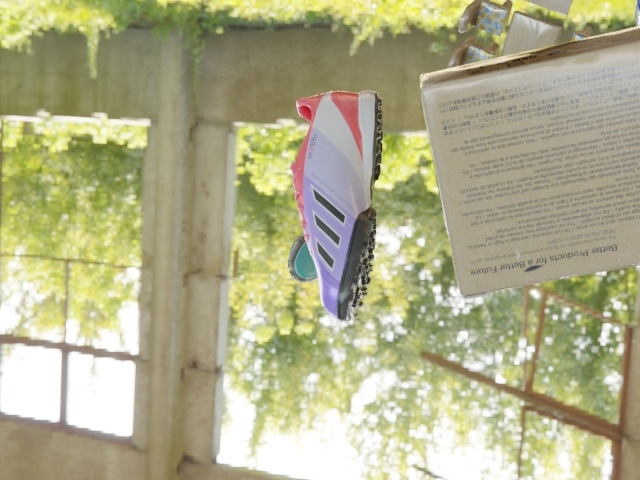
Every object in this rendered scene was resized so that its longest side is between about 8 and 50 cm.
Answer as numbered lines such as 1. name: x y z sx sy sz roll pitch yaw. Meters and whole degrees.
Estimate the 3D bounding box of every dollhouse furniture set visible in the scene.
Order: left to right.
1. dollhouse furniture set: 0.304 -0.297 1.298 0.212 0.242 0.161 25 -138 17

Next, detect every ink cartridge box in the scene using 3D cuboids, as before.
1. ink cartridge box: 0.217 -0.071 0.777 0.234 0.193 0.088 -11 -162 7

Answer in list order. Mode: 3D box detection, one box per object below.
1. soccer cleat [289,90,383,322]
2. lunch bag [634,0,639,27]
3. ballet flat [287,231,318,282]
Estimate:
1. soccer cleat: 0.013 -0.048 1.122 0.116 0.318 0.109 3 155 7
2. lunch bag: 0.715 -0.467 1.711 0.218 0.176 0.090 2 152 20
3. ballet flat: 0.000 0.000 1.296 0.070 0.070 0.188 8 -144 39
